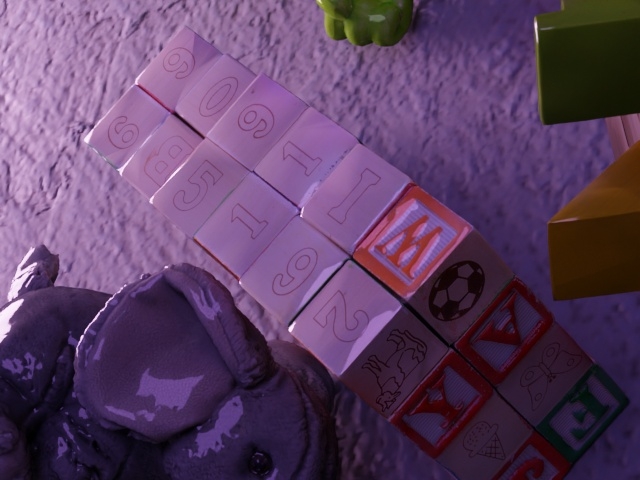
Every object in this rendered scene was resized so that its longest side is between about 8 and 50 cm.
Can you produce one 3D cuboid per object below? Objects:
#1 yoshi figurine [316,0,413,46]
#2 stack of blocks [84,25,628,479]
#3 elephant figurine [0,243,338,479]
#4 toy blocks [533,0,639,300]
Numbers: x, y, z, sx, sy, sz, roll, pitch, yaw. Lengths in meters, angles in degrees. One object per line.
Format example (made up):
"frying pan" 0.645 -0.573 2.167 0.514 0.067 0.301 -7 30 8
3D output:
"yoshi figurine" 0.002 -0.232 1.128 0.362 0.203 0.204 6 71 42
"stack of blocks" 0.000 0.000 0.980 0.087 0.171 0.297 -48 44 -1
"elephant figurine" -0.061 0.096 0.995 0.239 0.186 0.169 -9 12 20
"toy blocks" 0.175 -0.141 0.856 0.190 0.381 0.261 -7 42 2
